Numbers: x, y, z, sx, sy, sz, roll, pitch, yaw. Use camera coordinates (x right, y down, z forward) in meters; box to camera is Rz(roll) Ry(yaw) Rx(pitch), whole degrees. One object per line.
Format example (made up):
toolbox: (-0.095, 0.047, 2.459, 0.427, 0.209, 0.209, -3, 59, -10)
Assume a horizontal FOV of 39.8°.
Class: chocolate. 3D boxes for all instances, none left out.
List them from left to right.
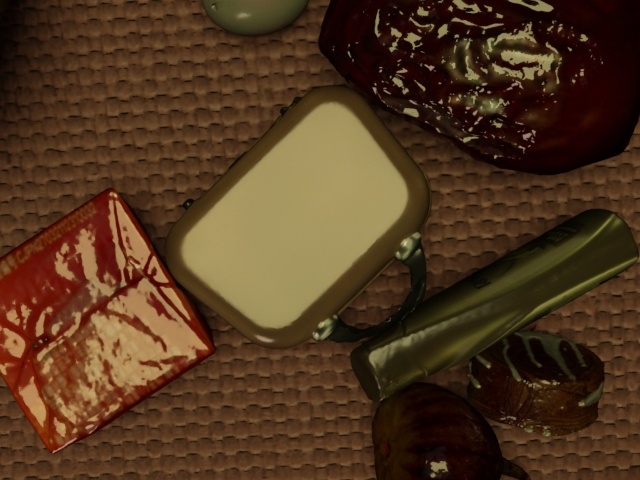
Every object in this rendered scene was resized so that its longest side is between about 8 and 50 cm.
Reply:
chocolate: (-0.277, 0.093, 1.075, 0.237, 0.108, 0.235, -33, 91, 3)

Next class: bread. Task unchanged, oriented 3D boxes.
bread: (0.248, 0.160, 1.034, 0.160, 0.160, 0.073, 1, 107, 1)

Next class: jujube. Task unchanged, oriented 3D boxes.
jujube: (0.193, -0.222, 0.996, 0.376, 0.258, 0.259, 23, 92, -6)

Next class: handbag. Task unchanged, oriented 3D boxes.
handbag: (0.000, 0.000, 1.047, 0.302, 0.149, 0.283, -45, 88, 0)

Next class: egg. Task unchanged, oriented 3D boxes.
egg: (-0.077, -0.299, 1.063, 0.134, 0.103, 0.103, -8, 91, 0)

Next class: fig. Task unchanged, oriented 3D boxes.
fig: (0.150, 0.259, 1.041, 0.202, 0.149, 0.148, 20, 133, 14)

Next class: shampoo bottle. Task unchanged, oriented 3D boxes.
shampoo bottle: (0.196, 0.074, 1.015, 0.350, 0.125, 0.084, -27, 91, -14)

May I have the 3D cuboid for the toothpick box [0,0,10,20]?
toothpick box: (-0.529, -0.299, 0.926, 0.408, 0.409, 0.426, 10, 74, 1)
